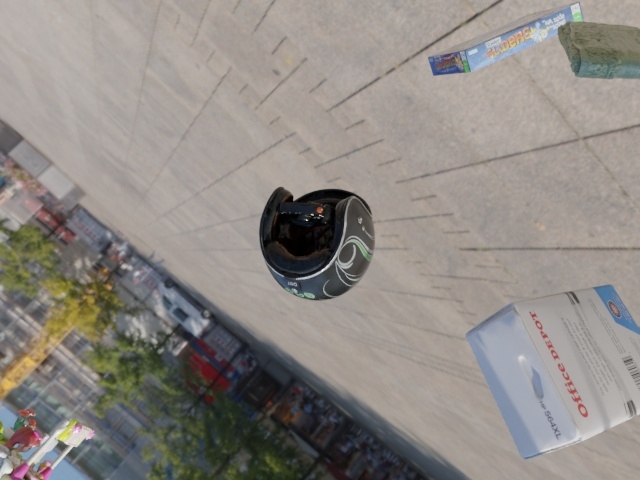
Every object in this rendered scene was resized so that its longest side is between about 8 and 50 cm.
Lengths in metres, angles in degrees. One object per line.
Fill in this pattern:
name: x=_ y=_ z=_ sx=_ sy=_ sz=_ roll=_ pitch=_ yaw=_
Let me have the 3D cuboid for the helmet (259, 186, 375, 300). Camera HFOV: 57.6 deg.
helmet: x=0.000 y=0.000 z=0.821 sx=0.169 sy=0.169 sz=0.161 roll=34 pitch=-178 yaw=22

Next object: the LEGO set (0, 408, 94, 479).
LEGO set: x=-0.330 y=0.219 z=0.647 sx=0.132 sy=0.107 sz=0.287 roll=46 pitch=157 yaw=-13

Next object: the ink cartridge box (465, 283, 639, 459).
ink cartridge box: x=0.283 y=0.140 z=0.658 sx=0.086 sy=0.203 sz=0.148 roll=-48 pitch=55 yaw=46

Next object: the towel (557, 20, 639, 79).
towel: x=0.283 y=-0.177 z=0.546 sx=0.110 sy=0.148 sz=0.027 roll=9 pitch=122 yaw=11

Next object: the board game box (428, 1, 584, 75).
board game box: x=0.291 y=-0.319 z=0.933 sx=0.035 sy=0.201 sz=0.136 roll=68 pitch=171 yaw=-18
